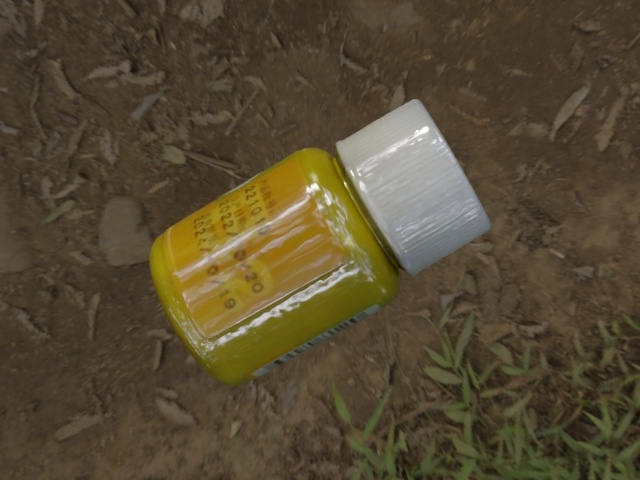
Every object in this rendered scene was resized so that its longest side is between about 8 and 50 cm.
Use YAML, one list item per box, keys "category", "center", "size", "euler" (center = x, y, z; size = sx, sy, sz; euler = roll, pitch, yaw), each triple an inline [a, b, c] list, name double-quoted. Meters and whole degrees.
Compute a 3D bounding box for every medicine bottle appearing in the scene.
- category: "medicine bottle"
  center: [0.000, 0.000, 1.065]
  size: [0.384, 0.224, 0.224]
  euler: [-30, 91, 9]
